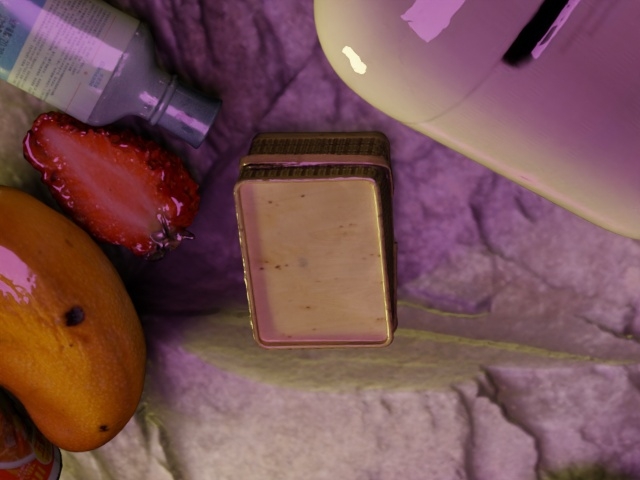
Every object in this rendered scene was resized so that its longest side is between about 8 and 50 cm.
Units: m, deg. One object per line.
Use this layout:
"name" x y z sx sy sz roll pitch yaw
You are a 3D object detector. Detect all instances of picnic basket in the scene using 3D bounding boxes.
"picnic basket" 0.000 0.000 1.080 0.115 0.079 0.164 1 120 8

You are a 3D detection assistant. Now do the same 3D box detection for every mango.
"mango" -0.223 0.059 1.124 0.157 0.109 0.262 -11 130 19

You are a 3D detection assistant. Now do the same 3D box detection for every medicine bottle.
"medicine bottle" -0.172 -0.134 1.037 0.208 0.054 0.090 28 118 -11

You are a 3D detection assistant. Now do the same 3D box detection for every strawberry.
"strawberry" -0.157 -0.048 1.093 0.152 0.048 0.104 42 124 -2

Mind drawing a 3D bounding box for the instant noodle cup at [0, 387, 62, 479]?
"instant noodle cup" -0.333 0.163 1.166 0.193 0.193 0.212 -32 120 22

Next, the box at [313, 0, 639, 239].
"box" 0.186 -0.161 0.872 0.349 0.141 0.289 25 110 -32
